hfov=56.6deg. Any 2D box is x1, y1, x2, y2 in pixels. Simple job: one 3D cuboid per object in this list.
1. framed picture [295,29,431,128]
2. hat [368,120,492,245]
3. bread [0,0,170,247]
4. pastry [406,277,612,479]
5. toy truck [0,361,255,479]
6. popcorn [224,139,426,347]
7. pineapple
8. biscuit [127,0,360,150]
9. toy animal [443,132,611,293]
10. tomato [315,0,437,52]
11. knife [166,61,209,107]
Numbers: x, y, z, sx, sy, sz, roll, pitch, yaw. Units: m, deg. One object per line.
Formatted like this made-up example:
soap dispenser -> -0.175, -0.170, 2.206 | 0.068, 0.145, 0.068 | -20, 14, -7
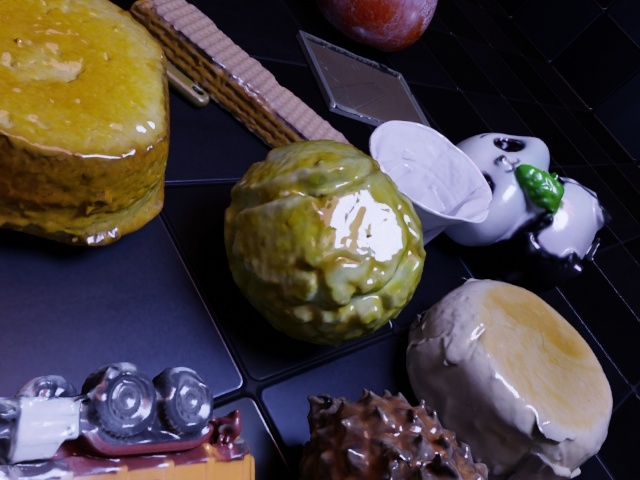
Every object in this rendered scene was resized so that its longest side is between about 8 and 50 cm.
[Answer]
framed picture -> 0.094, -0.288, 1.131 | 0.281, 0.019, 0.209 | 10, 49, -38
hat -> 0.128, -0.063, 0.845 | 0.203, 0.126, 0.203 | 20, 44, -21
bread -> -0.250, -0.122, 0.533 | 0.268, 0.146, 0.269 | 22, 45, -23
pastry -> 0.223, 0.163, 0.715 | 0.264, 0.133, 0.265 | 25, 40, -23
toy truck -> -0.159, 0.139, 0.331 | 0.270, 0.114, 0.135 | 19, 62, -50
popcorn -> 0.000, 0.000, 0.628 | 0.204, 0.184, 0.221 | -19, 68, -18
pineapple -> 0.049, 0.201, 0.492 | 0.166, 0.166, 0.193 | -10, 44, -48
biscuit -> -0.099, -0.210, 0.839 | 0.378, 0.054, 0.094 | 39, 35, -7
toy animal -> 0.307, -0.055, 0.949 | 0.266, 0.212, 0.213 | 40, 36, -11
tomato -> 0.116, -0.526, 1.212 | 0.270, 0.227, 0.270 | 25, 38, -21
knife -> -0.283, -0.288, 0.761 | 0.343, 0.027, 0.061 | 37, 36, -14
